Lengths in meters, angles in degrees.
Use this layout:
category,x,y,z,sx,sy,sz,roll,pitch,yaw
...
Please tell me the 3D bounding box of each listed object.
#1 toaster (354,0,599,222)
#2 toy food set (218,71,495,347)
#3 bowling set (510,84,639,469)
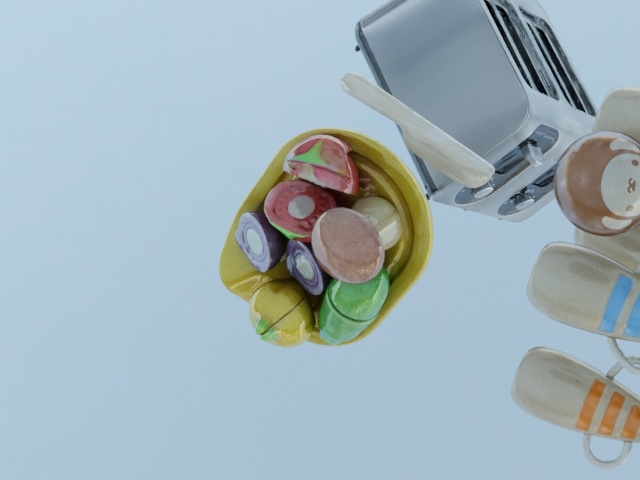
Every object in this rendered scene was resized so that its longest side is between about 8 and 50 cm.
category,x,y,z,sx,sy,sz,roll,pitch,yaw
toaster,0.123,-0.117,1.167,0.110,0.168,0.186,-33,-112,24
toy food set,0.000,0.000,0.991,0.128,0.218,0.071,41,-140,7
bowling set,0.205,0.010,0.832,0.154,0.200,0.287,23,-81,17
